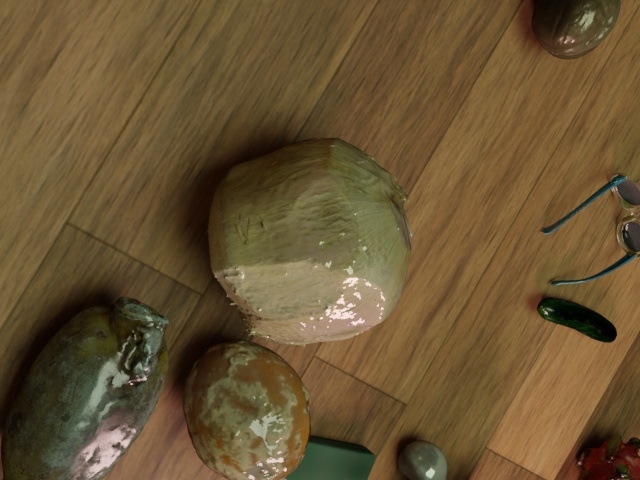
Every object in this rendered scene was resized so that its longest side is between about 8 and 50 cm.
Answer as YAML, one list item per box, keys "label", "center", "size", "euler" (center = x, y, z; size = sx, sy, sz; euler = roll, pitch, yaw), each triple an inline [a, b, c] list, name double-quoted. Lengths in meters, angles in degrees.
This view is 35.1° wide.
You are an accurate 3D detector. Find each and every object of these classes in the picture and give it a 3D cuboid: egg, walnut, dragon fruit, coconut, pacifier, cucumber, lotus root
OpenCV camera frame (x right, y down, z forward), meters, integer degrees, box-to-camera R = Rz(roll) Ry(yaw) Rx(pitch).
- label: "egg"
  center: [-0.108, 0.256, 1.512]
  size: [0.195, 0.195, 0.233]
  euler: [-20, 104, -28]
- label: "walnut"
  center: [0.428, -0.382, 1.692]
  size: [0.140, 0.140, 0.162]
  euler: [31, 77, -38]
- label: "dragon fruit"
  center: [0.618, 0.489, 2.116]
  size: [0.160, 0.166, 0.172]
  euler: [24, 55, -1]
- label: "coconut"
  center: [0.000, 0.000, 1.431]
  size: [0.255, 0.297, 0.297]
  euler: [-8, 119, 15]
- label: "pacifier"
  center: [0.222, 0.511, 1.821]
  size: [0.332, 0.273, 0.220]
  euler: [-22, 144, -29]
- label: "cucumber"
  center: [0.510, 0.155, 1.988]
  size: [0.284, 0.056, 0.056]
  euler: [21, 93, -42]
- label: "lotus root"
  center: [-0.328, 0.229, 1.375]
  size: [0.175, 0.175, 0.349]
  euler: [36, 88, -37]

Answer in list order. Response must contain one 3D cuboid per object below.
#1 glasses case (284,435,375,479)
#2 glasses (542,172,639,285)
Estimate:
- label: "glasses case"
  center: [0.008, 0.380, 1.728]
  size: [0.184, 0.039, 0.077]
  euler: [19, 95, -38]
- label: "glasses"
  center: [0.521, -0.019, 1.946]
  size: [0.221, 0.088, 0.189]
  euler: [-20, 119, -6]
